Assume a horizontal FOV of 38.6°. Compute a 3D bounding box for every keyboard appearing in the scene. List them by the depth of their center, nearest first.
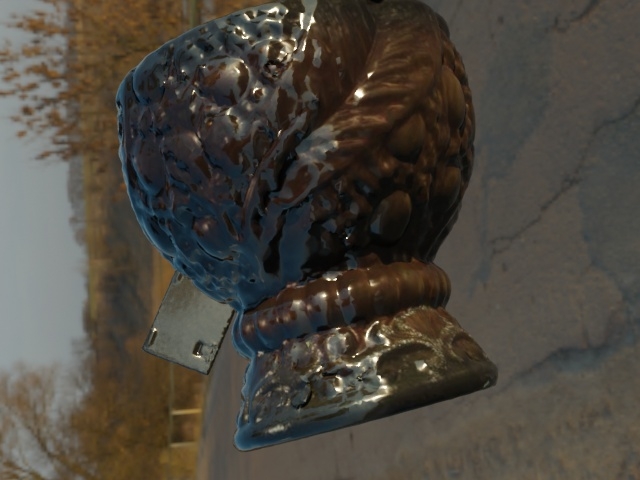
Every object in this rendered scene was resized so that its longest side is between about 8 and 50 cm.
[{"bbox_3d":[-0.125,0.018,1.197,0.027,0.106,0.317,93,-162,-70],"label":"keyboard"}]

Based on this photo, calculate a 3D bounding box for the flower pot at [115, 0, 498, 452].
[{"bbox_3d":[0.000,0.000,0.662,0.266,0.266,0.267,128,130,-73],"label":"flower pot"}]
